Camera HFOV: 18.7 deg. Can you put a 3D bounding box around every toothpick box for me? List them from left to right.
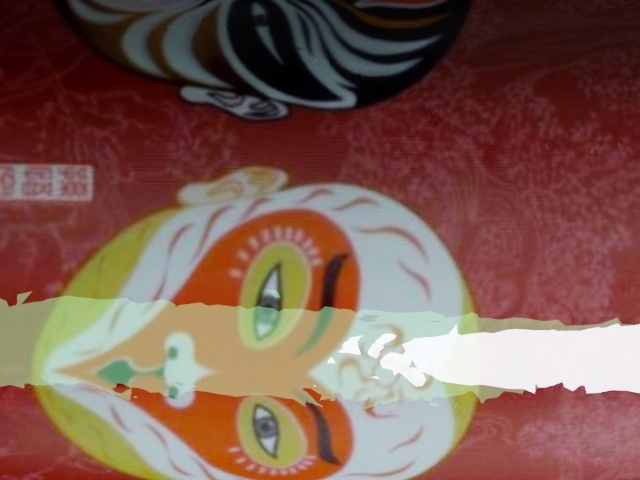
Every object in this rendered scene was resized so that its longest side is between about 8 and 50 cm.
[{"bbox_3d":[0.000,0.000,0.718,0.333,0.204,0.204,1,138,-2],"label":"toothpick box"}]
